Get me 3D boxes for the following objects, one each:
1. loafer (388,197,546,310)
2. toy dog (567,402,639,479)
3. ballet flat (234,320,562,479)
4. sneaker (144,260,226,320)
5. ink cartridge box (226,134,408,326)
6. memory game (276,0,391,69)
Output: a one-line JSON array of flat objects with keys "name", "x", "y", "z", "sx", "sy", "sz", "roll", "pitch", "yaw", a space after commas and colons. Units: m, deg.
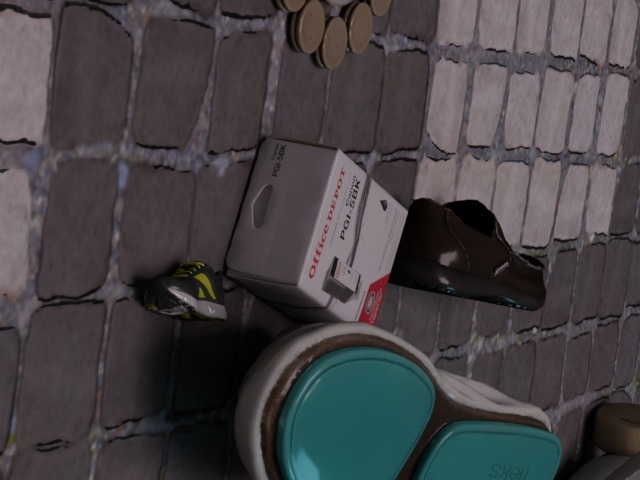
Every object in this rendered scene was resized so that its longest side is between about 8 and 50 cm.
[{"name": "loafer", "x": 0.125, "y": 0.008, "z": 1.516, "sx": 0.220, "sy": 0.080, "sz": 0.078, "roll": 12, "pitch": 89, "yaw": -64}, {"name": "toy dog", "x": 0.299, "y": 0.281, "z": 1.875, "sx": 0.333, "sy": 0.161, "sz": 0.220, "roll": -47, "pitch": 139, "yaw": -48}, {"name": "ballet flat", "x": 0.028, "y": 0.121, "z": 1.310, "sx": 0.400, "sy": 0.139, "sz": 0.139, "roll": 23, "pitch": 79, "yaw": -57}, {"name": "sneaker", "x": -0.083, "y": 0.028, "z": 1.169, "sx": 0.083, "sy": 0.031, "sz": 0.035, "roll": 31, "pitch": 58, "yaw": -67}, {"name": "ink cartridge box", "x": 0.000, "y": 0.000, "z": 1.287, "sx": 0.135, "sy": 0.056, "sz": 0.099, "roll": 37, "pitch": 67, "yaw": -62}, {"name": "memory game", "x": 0.014, "y": -0.207, "z": 1.293, "sx": 0.186, "sy": 0.012, "sz": 0.186, "roll": -35, "pitch": 130, "yaw": -56}]
